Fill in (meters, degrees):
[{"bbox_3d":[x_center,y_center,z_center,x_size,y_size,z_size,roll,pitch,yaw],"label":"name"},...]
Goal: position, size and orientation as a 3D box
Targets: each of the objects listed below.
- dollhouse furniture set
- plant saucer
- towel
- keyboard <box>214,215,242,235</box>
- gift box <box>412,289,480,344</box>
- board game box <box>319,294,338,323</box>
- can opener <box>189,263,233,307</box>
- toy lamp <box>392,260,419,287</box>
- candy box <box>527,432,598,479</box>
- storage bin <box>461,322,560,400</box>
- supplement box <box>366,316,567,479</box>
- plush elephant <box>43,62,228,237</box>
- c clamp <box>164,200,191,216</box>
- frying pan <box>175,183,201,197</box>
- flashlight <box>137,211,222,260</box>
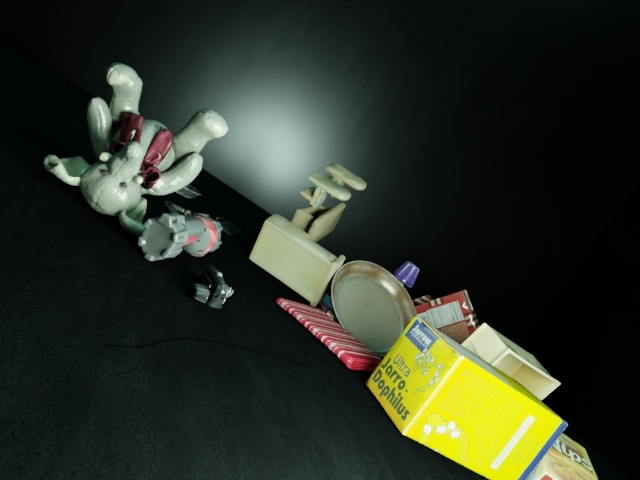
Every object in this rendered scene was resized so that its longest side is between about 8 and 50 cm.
[{"bbox_3d":[0.000,0.000,1.857,0.257,0.362,0.394,35,32,12],"label":"dollhouse furniture set"},{"bbox_3d":[0.152,0.205,1.691,0.311,0.050,0.310,19,50,-25],"label":"plant saucer"},{"bbox_3d":[0.029,0.239,1.439,0.275,0.031,0.199,35,6,36],"label":"towel"},{"bbox_3d":[-0.323,-0.058,2.011,0.100,0.038,0.192,35,3,2],"label":"keyboard"},{"bbox_3d":[0.458,0.322,2.173,0.258,0.277,0.254,15,60,-71],"label":"gift box"},{"bbox_3d":[0.058,0.230,1.803,0.145,0.027,0.281,36,4,-10],"label":"board game box"},{"bbox_3d":[-0.213,0.079,1.115,0.073,0.059,0.186,33,5,-19],"label":"can opener"},{"bbox_3d":[0.218,0.188,1.836,0.080,0.274,0.080,34,4,-3],"label":"toy lamp"},{"bbox_3d":[0.563,0.550,1.369,0.183,0.087,0.316,36,16,5],"label":"candy box"},{"bbox_3d":[0.462,0.393,1.573,0.262,0.260,0.123,32,17,-33],"label":"storage bin"},{"bbox_3d":[0.313,0.354,1.241,0.357,0.195,0.194,34,4,-25],"label":"supplement box"},{"bbox_3d":[-0.400,-0.160,1.194,0.272,0.330,0.255,32,28,-17],"label":"plush elephant"},{"bbox_3d":[-0.389,-0.064,1.680,0.137,0.022,0.161,23,12,-46],"label":"c clamp"},{"bbox_3d":[-0.569,-0.244,2.078,0.326,0.053,0.197,34,3,17],"label":"frying pan"},{"bbox_3d":[-0.296,-0.005,1.229,0.304,0.103,0.103,-39,108,-82],"label":"flashlight"}]
